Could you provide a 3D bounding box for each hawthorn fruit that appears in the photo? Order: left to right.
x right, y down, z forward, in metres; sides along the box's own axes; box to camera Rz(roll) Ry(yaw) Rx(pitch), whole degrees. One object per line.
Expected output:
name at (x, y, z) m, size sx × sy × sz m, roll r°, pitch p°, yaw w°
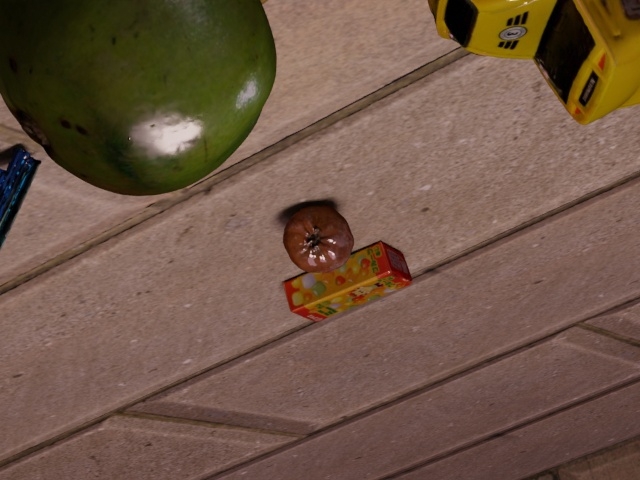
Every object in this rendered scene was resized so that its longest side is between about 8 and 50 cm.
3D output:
hawthorn fruit at (0.000, 0.000, 1.538) m, size 0.066 × 0.067 × 0.103 m, roll -17°, pitch 175°, yaw 3°

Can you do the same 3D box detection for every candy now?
candy at (0.029, 0.044, 1.698) m, size 0.122 × 0.038 × 0.062 m, roll -23°, pitch 159°, yaw 20°

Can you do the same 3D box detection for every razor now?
razor at (-0.296, -0.080, 1.118) m, size 0.056 × 0.093 × 0.324 m, roll 16°, pitch 165°, yaw 21°

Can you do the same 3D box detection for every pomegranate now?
pomegranate at (-0.090, -0.134, 0.978) m, size 0.225 × 0.187 × 0.187 m, roll -37°, pitch 163°, yaw -12°

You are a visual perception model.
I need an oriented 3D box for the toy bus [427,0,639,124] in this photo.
toy bus at (0.247, -0.179, 1.108) m, size 0.331 × 0.151 × 0.145 m, roll -14°, pitch 162°, yaw -8°
